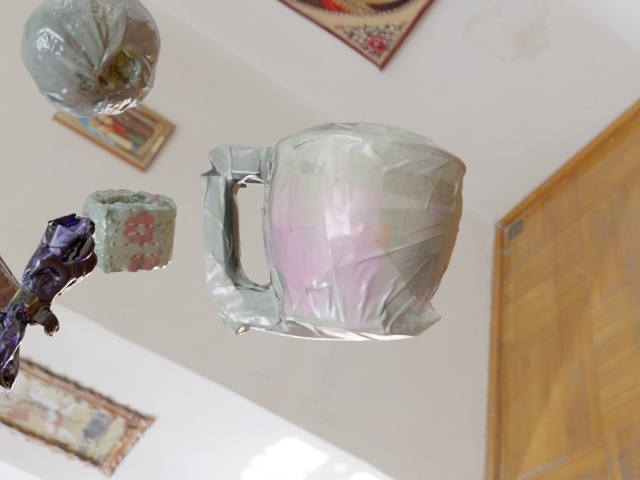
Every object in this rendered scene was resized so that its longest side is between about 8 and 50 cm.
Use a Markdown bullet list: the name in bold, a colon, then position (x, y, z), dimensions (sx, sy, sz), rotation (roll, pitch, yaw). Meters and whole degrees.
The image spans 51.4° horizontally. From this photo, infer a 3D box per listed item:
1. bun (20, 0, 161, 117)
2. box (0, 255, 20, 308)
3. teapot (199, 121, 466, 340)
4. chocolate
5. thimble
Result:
- **bun**: position (-0.564, -0.464, 1.685), dimensions (0.362, 0.362, 0.211), rotation (-53, 57, 23)
- **box**: position (-0.960, 0.134, 1.718), dimensions (0.297, 0.190, 0.225), rotation (-34, -25, -20)
- **teapot**: position (0.004, -0.001, 0.553), dimensions (0.163, 0.222, 0.178), rotation (149, 128, -78)
- **chocolate**: position (-0.481, 0.095, 1.115), dimensions (0.126, 0.148, 0.343), rotation (-7, 40, 34)
- **thimble**: position (-0.398, -0.021, 1.358), dimensions (0.211, 0.185, 0.149), rotation (-41, -39, -75)
